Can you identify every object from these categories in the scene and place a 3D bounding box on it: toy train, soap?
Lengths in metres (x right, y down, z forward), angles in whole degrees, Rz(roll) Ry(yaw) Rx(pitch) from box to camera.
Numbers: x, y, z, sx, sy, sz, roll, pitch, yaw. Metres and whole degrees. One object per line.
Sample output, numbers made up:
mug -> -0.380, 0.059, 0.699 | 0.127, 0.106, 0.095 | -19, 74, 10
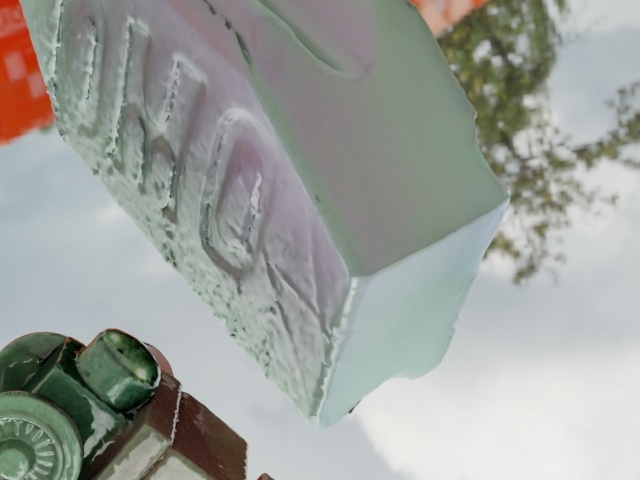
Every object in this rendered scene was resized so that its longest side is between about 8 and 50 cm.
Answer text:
toy train -> -0.188, 0.209, 0.947 | 0.304, 0.221, 0.150 | -46, -168, 11
soap -> -0.065, -0.108, 1.033 | 0.156, 0.261, 0.446 | -24, -122, -32

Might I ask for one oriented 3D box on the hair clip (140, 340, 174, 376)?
hair clip -> -0.231, 0.205, 1.773 | 0.123, 0.138, 0.102 | 12, -174, -42
